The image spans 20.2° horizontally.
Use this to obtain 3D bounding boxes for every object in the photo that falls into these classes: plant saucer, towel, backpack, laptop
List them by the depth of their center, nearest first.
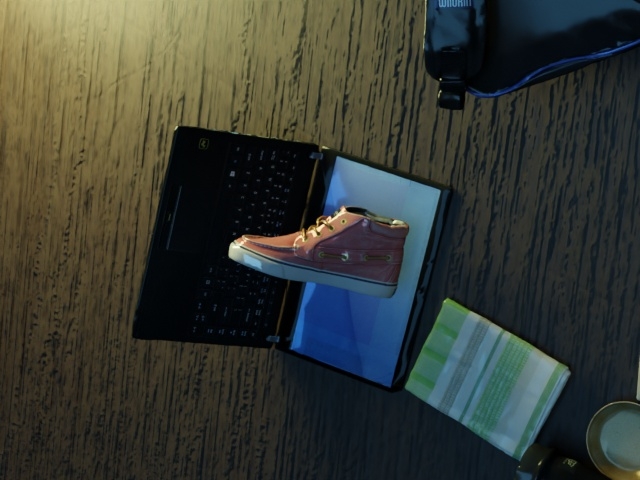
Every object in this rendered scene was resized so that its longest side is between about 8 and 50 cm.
[{"bbox_3d":[0.210,-0.289,1.666,0.276,0.213,0.263,-19,96,21],"label":"backpack"},{"bbox_3d":[0.306,0.199,1.782,0.083,0.015,0.083,4,98,25],"label":"plant saucer"},{"bbox_3d":[0.171,0.142,1.842,0.152,0.023,0.113,32,107,22],"label":"towel"},{"bbox_3d":[-0.033,0.022,1.861,0.136,0.264,0.234,34,114,58],"label":"laptop"}]

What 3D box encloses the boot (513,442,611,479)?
[{"bbox_3d":[0.269,0.342,1.773,0.207,0.094,0.247,21,105,23],"label":"boot"}]

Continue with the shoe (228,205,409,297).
[{"bbox_3d":[0.000,0.000,1.820,0.178,0.063,0.081,12,102,-9],"label":"shoe"}]

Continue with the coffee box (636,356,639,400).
[{"bbox_3d":[0.448,0.084,1.613,0.297,0.119,0.168,10,102,35],"label":"coffee box"}]
